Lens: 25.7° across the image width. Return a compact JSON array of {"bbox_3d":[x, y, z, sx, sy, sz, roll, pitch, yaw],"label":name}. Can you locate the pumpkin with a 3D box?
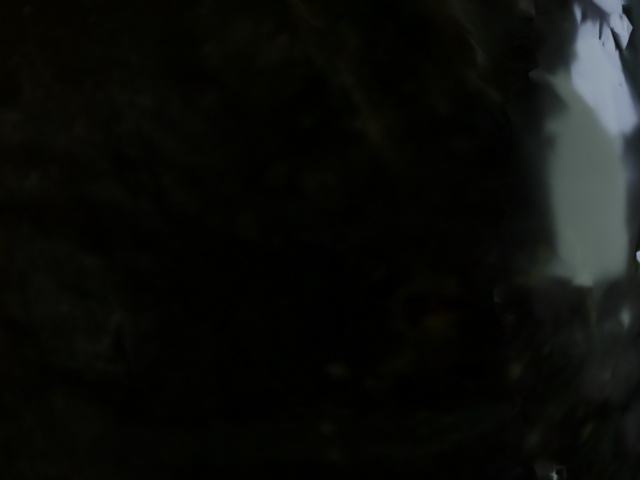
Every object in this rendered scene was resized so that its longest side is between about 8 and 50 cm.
[{"bbox_3d":[0.000,0.000,0.599,0.454,0.343,0.455,0,90,-71],"label":"pumpkin"}]
